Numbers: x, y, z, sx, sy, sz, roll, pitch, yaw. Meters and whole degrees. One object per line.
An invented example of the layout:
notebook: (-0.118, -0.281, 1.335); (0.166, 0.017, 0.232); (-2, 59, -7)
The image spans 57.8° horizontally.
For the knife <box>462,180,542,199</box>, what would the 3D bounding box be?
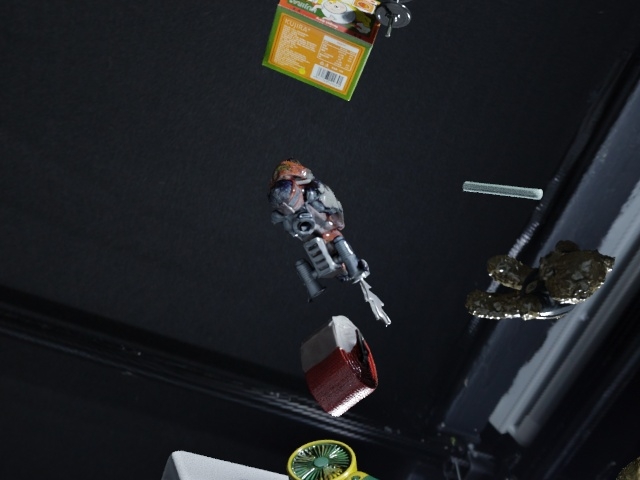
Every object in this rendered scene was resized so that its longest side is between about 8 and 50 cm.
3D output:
knife: (0.385, -0.107, 1.226); (0.162, 0.044, 0.023); (10, -75, 24)

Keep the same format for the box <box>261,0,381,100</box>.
box: (0.010, -0.418, 1.167); (0.194, 0.178, 0.148); (22, -42, -4)

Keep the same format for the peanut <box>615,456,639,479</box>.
peanut: (0.363, 0.380, 0.614); (0.136, 0.299, 0.120); (29, -28, -31)

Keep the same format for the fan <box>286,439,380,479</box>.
fan: (0.029, 0.278, 0.655); (0.155, 0.082, 0.039); (7, -69, 44)

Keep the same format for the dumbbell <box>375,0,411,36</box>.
dumbbell: (0.140, -0.442, 1.073); (0.069, 0.069, 0.147); (16, -103, -6)

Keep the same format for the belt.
belt: (0.044, 0.243, 1.174); (0.124, 0.201, 0.128); (-40, -63, 15)

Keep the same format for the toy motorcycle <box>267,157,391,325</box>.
toy motorcycle: (0.000, 0.000, 1.112); (0.134, 0.207, 0.401); (-28, -104, 13)

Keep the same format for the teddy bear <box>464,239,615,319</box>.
teddy bear: (0.380, 0.077, 0.984); (0.129, 0.182, 0.251); (38, -24, -14)

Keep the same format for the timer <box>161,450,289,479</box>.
timer: (-0.118, 0.397, 0.717); (0.192, 0.194, 0.195); (20, -101, -16)
